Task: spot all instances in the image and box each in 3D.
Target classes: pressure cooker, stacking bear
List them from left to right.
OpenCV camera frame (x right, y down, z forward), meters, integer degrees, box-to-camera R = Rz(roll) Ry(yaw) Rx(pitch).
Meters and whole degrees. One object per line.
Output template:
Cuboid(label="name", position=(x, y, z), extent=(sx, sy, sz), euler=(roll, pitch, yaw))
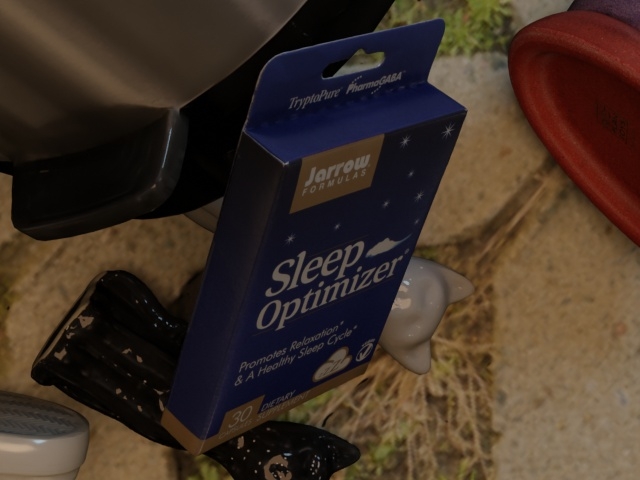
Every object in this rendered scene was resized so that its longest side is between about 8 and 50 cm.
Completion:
Cuboid(label="pressure cooker", position=(-0.140, -0.233, 0.643), extent=(0.375, 0.420, 0.370), euler=(36, 88, 39))
Cuboid(label="stacking bear", position=(0.270, -0.148, 0.785), extent=(0.289, 0.175, 0.164), euler=(-39, 61, -11))

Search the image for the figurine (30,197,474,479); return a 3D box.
Cuboid(label="figurine", position=(-0.032, 0.053, 0.814), extent=(0.209, 0.092, 0.215), euler=(36, 88, -10))

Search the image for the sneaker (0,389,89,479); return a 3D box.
Cuboid(label="sneaker", position=(-0.276, 0.174, 0.785), extent=(0.292, 0.108, 0.169), euler=(1, 93, 14))

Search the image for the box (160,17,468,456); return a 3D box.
Cuboid(label="box", position=(0.000, 0.000, 0.669), extent=(0.036, 0.136, 0.225), euler=(38, 128, 29))
